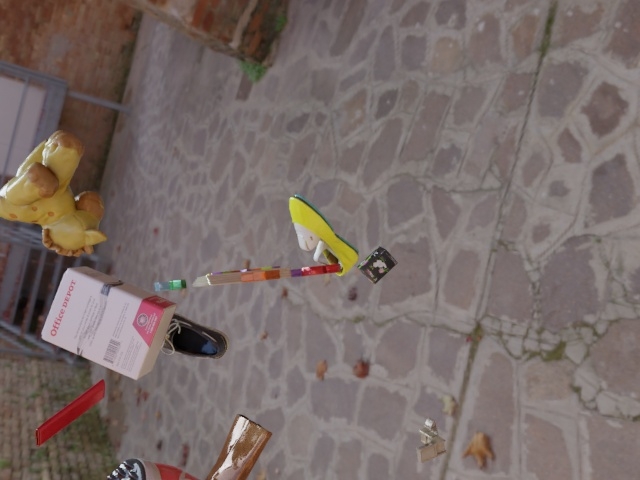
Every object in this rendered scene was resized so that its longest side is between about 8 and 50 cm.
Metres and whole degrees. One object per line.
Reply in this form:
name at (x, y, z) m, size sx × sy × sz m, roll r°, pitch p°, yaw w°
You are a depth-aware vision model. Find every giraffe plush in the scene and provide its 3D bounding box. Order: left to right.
giraffe plush at (-0.436, -0.057, 1.119) m, size 0.210 × 0.170 × 0.181 m, roll -50°, pitch 28°, yaw -10°

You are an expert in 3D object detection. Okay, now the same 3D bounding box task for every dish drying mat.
dish drying mat at (-0.255, 0.175, 0.681) m, size 0.008 × 0.083 × 0.032 m, roll 36°, pitch 132°, yaw 16°

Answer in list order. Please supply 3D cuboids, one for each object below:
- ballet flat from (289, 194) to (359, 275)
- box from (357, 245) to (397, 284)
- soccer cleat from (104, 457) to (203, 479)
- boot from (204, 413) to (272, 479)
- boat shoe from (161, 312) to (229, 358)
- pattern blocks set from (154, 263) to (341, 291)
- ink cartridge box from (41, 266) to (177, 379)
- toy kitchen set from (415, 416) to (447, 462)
ballet flat at (0.000, 0.000, 1.348) m, size 0.077 × 0.231 × 0.077 m, roll 23°, pitch 75°, yaw 46°
box at (0.147, 0.064, 1.737) m, size 0.083 × 0.052 × 0.062 m, roll -42°, pitch 15°, yaw -5°
soccer cleat at (-0.271, 0.388, 0.853) m, size 0.318 × 0.116 × 0.108 m, roll -44°, pitch 42°, yaw 24°
boot at (-0.175, 0.540, 1.433) m, size 0.280 × 0.096 × 0.264 m, roll -58°, pitch 25°, yaw -11°
boat shoe at (-0.358, 0.243, 1.675) m, size 0.079 × 0.254 × 0.095 m, roll -11°, pitch -61°, yaw -81°
pattern blocks set at (-0.155, 0.072, 1.336) m, size 0.285 × 0.325 × 0.026 m, roll -11°, pitch 85°, yaw 56°
ink cartridge box at (-0.468, 0.179, 1.483) m, size 0.100 × 0.237 × 0.172 m, roll -13°, pitch -55°, yaw -84°
toy kitchen set at (0.244, 0.470, 1.584) m, size 0.083 × 0.075 × 0.068 m, roll 13°, pitch 114°, yaw 64°
